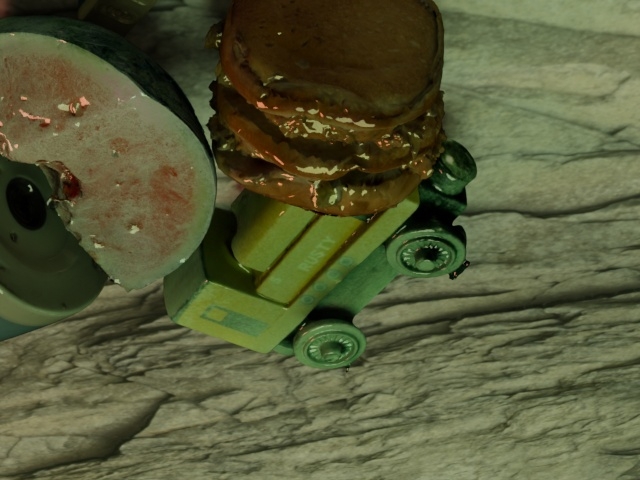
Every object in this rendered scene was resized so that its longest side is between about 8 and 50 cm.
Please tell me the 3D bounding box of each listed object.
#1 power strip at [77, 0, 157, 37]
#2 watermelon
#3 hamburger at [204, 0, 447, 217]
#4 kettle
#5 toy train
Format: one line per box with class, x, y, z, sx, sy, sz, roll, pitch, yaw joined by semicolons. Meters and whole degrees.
power strip;-0.184;-0.247;1.441;0.056;0.032;0.123;21;135;-33
watermelon;-0.203;-0.125;1.476;0.188;0.175;0.322;-18;135;14
hamburger;0.020;-0.143;1.468;0.260;0.245;0.211;-25;147;-32
kettle;-0.403;0.014;1.609;0.342;0.247;0.319;-23;168;30
toy train;0.000;0.000;1.719;0.253;0.160;0.397;22;135;-25
